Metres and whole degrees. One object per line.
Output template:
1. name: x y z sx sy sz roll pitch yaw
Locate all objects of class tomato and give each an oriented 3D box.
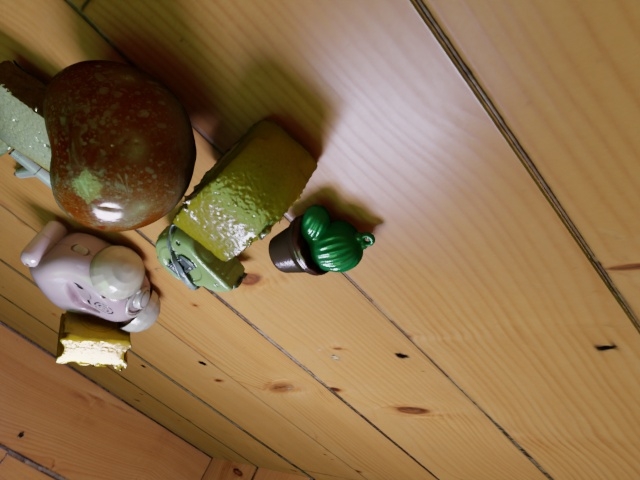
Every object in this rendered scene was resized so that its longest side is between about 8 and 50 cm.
1. tomato: -0.315 -0.149 0.868 0.223 0.270 0.270 -2 151 -17

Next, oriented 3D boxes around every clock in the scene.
1. clock: -0.633 0.116 1.534 0.326 0.184 0.342 16 151 9

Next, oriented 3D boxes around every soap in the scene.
1. soap: -0.695 0.276 1.655 0.204 0.096 0.324 11 -168 -25

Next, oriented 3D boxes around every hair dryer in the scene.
1. hair dryer: -0.704 -0.158 1.324 0.183 0.044 0.155 -10 131 50

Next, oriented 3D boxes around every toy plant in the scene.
1. toy plant: 0.000 0.000 0.984 0.200 0.105 0.142 -18 116 27

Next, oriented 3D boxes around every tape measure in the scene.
1. tape measure: -0.293 0.037 1.229 0.175 0.106 0.200 -12 129 40

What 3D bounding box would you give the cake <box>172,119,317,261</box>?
1. cake: -0.130 -0.074 0.893 0.156 0.179 0.260 37 147 -16

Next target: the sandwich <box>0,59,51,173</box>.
1. sandwich: -0.521 -0.213 1.067 0.251 0.087 0.226 35 145 -6

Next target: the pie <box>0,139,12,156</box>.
1. pie: -0.845 -0.252 1.195 0.275 0.105 0.257 -4 143 5
